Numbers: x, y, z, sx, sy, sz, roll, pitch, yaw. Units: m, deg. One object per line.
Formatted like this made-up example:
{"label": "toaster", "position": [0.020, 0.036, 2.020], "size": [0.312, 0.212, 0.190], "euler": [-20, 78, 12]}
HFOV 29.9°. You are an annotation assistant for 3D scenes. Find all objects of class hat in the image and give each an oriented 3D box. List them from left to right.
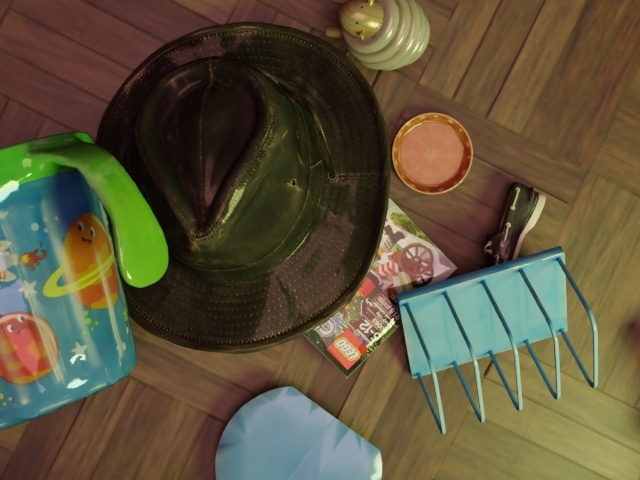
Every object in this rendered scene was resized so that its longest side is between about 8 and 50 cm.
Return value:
{"label": "hat", "position": [-0.088, -0.066, 1.104], "size": [0.331, 0.134, 0.331], "euler": [-2, 78, 9]}

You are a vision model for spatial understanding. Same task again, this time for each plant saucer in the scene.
{"label": "plant saucer", "position": [0.114, -0.089, 1.226], "size": [0.083, 0.013, 0.083], "euler": [0, 93, -4]}

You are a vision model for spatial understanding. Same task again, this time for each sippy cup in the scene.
{"label": "sippy cup", "position": [-0.278, 0.045, 1.083], "size": [0.240, 0.305, 0.224], "euler": [-21, 92, -21]}

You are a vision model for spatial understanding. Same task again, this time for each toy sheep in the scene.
{"label": "toy sheep", "position": [0.062, -0.208, 1.172], "size": [0.091, 0.132, 0.091], "euler": [-2, 87, 37]}

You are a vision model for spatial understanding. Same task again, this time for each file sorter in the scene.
{"label": "file sorter", "position": [0.176, 0.103, 1.172], "size": [0.170, 0.104, 0.118], "euler": [-17, 133, -4]}

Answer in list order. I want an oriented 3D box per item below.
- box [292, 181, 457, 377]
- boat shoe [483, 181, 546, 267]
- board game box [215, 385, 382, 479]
{"label": "box", "position": [0.000, 0.000, 1.206], "size": [0.233, 0.044, 0.159], "euler": [45, 89, -5]}
{"label": "boat shoe", "position": [0.186, 0.000, 1.221], "size": [0.038, 0.046, 0.125], "euler": [27, 88, -5]}
{"label": "board game box", "position": [-0.023, 0.231, 1.224], "size": [0.169, 0.033, 0.133], "euler": [36, 95, -1]}
